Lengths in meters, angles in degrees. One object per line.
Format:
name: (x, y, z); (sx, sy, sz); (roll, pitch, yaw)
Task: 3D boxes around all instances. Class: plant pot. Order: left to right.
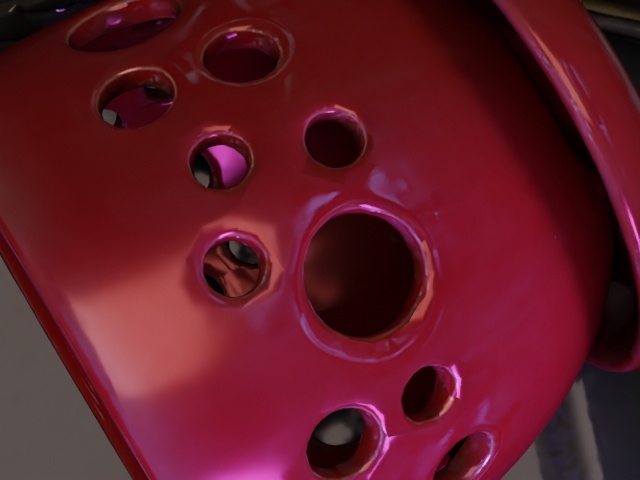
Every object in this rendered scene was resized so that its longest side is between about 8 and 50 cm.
plant pot: (0.000, 0.000, 0.549); (0.174, 0.191, 0.191); (-31, 84, -12)

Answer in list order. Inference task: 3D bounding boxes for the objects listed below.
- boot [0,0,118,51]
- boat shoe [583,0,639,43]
boot: (-0.044, -0.169, 0.627); (0.246, 0.083, 0.161); (-30, 77, -8)
boat shoe: (0.173, -0.089, 0.526); (0.092, 0.285, 0.103); (-39, 125, -38)
